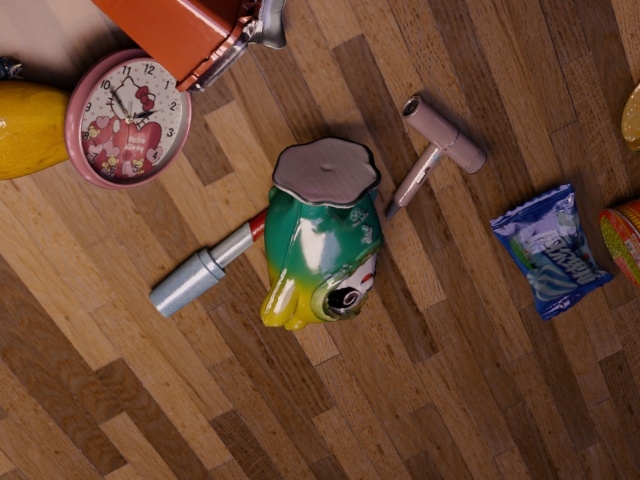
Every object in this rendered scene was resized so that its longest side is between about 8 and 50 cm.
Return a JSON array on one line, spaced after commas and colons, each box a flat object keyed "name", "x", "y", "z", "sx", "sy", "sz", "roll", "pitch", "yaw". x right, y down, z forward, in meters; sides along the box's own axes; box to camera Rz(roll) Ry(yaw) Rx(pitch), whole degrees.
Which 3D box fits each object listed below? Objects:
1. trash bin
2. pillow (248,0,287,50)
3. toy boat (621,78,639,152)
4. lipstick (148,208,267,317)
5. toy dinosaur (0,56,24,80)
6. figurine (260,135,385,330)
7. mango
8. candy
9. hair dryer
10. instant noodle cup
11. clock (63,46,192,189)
[{"name": "trash bin", "x": -0.219, "y": -0.371, "z": 1.628, "sx": 0.239, "sy": 0.161, "sz": 0.184, "roll": 38, "pitch": 125, "yaw": -25}, {"name": "pillow", "x": -0.094, "y": -0.383, "z": 1.729, "sx": 0.091, "sy": 0.055, "sz": 0.135, "roll": 19, "pitch": 116, "yaw": 12}, {"name": "toy boat", "x": 0.638, "y": -0.268, "z": 2.013, "sx": 0.088, "sy": 0.089, "sz": 0.229, "roll": -21, "pitch": 137, "yaw": -50}, {"name": "lipstick", "x": -0.197, "y": 0.039, "z": 1.962, "sx": 0.274, "sy": 0.061, "sz": 0.068, "roll": -38, "pitch": 113, "yaw": 3}, {"name": "toy dinosaur", "x": -0.518, "y": -0.269, "z": 1.682, "sx": 0.083, "sy": 0.047, "sz": 0.030, "roll": -9, "pitch": 125, "yaw": -12}, {"name": "figurine", "x": 0.000, "y": 0.000, "z": 1.901, "sx": 0.323, "sy": 0.231, "sz": 0.340, "roll": -41, "pitch": 148, "yaw": -41}, {"name": "mango", "x": -0.492, "y": -0.176, "z": 1.698, "sx": 0.317, "sy": 0.119, "sz": 0.176, "roll": -6, "pitch": 135, "yaw": -27}, {"name": "candy", "x": 0.478, "y": 0.024, "z": 2.144, "sx": 0.187, "sy": 0.077, "sz": 0.331, "roll": -30, "pitch": 127, "yaw": 5}, {"name": "hair dryer", "x": 0.170, "y": -0.141, "z": 1.973, "sx": 0.220, "sy": 0.053, "sz": 0.195, "roll": -42, "pitch": 122, "yaw": 19}, {"name": "instant noodle cup", "x": 0.705, "y": -0.030, "z": 2.128, "sx": 0.212, "sy": 0.193, "sz": 0.193, "roll": -28, "pitch": 125, "yaw": -7}, {"name": "clock", "x": -0.316, "y": -0.198, "z": 1.734, "sx": 0.244, "sy": 0.056, "sz": 0.244, "roll": -24, "pitch": 128, "yaw": -36}]
